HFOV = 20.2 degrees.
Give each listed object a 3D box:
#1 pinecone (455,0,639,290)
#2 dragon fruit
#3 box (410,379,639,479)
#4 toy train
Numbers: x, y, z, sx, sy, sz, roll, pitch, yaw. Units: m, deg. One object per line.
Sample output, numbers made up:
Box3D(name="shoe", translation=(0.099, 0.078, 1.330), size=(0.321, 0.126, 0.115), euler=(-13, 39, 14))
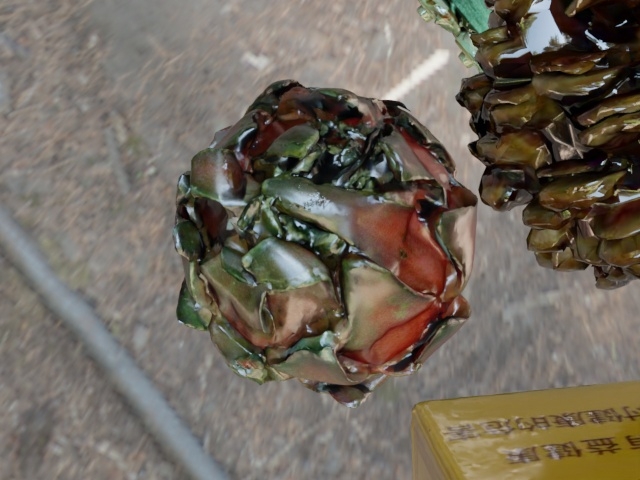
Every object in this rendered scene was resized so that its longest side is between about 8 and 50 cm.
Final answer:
Box3D(name="pinecone", translation=(0.158, -0.076, 0.690), size=(0.221, 0.221, 0.221), euler=(1, 104, 4))
Box3D(name="dragon fruit", translation=(0.003, -0.001, 0.972), size=(0.182, 0.188, 0.182), euler=(4, 111, 12))
Box3D(name="box", translation=(0.142, 0.132, 0.633), size=(0.174, 0.274, 0.076), euler=(-6, 109, -8))
Box3D(name="toy train", translation=(0.121, -0.167, 1.305), size=(0.081, 0.125, 0.194), euler=(-38, 125, 10))
